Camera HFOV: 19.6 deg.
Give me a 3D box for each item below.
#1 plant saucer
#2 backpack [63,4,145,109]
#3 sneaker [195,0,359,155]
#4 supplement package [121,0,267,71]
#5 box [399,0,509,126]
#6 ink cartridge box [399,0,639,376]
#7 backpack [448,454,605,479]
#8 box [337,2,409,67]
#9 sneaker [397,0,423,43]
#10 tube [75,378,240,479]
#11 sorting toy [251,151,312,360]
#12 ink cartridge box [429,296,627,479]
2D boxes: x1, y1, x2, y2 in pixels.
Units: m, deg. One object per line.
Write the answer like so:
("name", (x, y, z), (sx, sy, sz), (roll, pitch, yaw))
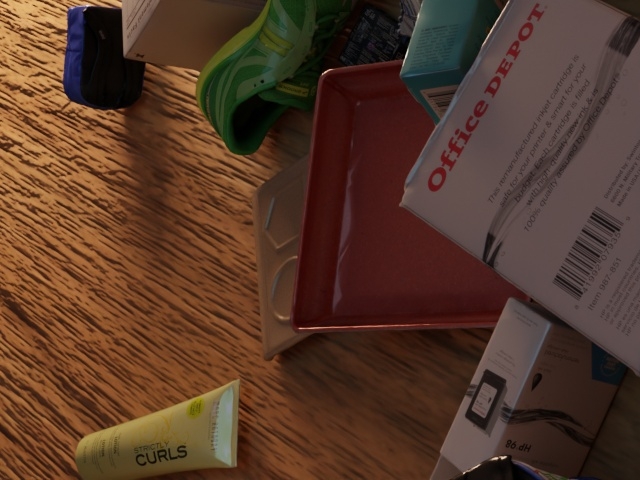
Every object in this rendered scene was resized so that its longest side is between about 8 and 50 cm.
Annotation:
("plant saucer", (0.099, -0.040, 1.682), (0.259, 0.047, 0.258), (-4, 73, 37))
("backpack", (-0.259, -0.216, 2.221), (0.101, 0.098, 0.120), (6, 94, 62))
("sneaker", (-0.021, -0.198, 1.905), (0.295, 0.109, 0.123), (-51, 47, 38))
("supplement package", (-0.138, -0.325, 2.048), (0.139, 0.133, 0.244), (134, 138, -54))
("box", (0.144, -0.207, 1.614), (0.060, 0.100, 0.244), (-6, 52, 34))
("ink cartridge box", (0.238, -0.045, 1.437), (0.307, 0.129, 0.223), (38, 101, 47))
("backpack", (0.163, 0.301, 1.371), (0.276, 0.213, 0.263), (-36, 58, 32))
("box", (0.056, -0.193, 1.860), (0.083, 0.018, 0.067), (42, 110, 51))
("sneaker", (0.094, -0.218, 1.796), (0.058, 0.052, 0.135), (-54, 40, 31))
("tube", (-0.166, 0.212, 1.964), (0.240, 0.062, 0.070), (-18, 103, 43))
("sorting toy", (0.000, 0.000, 1.850), (0.208, 0.038, 0.193), (-36, 50, 45))
("ink cartridge box", (0.170, 0.147, 1.508), (0.060, 0.104, 0.180), (34, 104, 51))
